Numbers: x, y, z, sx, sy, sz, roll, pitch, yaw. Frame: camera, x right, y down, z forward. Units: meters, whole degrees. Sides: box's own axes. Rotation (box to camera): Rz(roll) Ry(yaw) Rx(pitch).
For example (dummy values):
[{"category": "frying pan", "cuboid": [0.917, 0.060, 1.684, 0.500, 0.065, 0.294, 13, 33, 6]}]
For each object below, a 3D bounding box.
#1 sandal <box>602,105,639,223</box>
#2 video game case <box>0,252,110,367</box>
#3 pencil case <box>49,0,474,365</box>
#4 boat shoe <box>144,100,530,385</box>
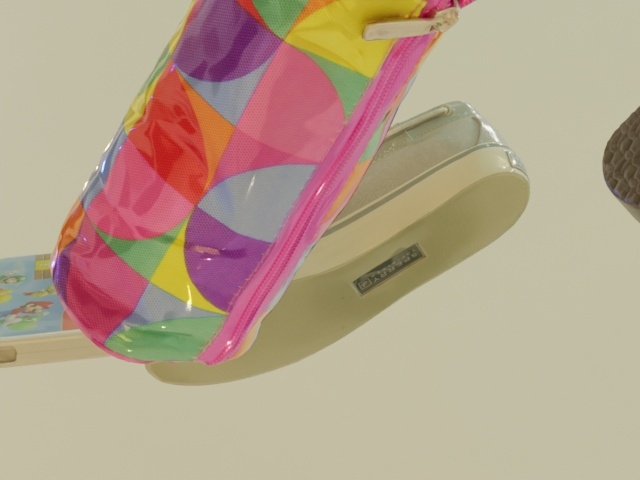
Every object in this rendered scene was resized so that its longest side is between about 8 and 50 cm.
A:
[{"category": "sandal", "cuboid": [0.244, -0.049, 0.810, 0.254, 0.054, 0.097, -16, -140, 25]}, {"category": "video game case", "cuboid": [-0.304, 0.060, 1.494, 0.285, 0.025, 0.204, -6, -162, -5]}, {"category": "pencil case", "cuboid": [-0.020, -0.052, 0.748, 0.104, 0.236, 0.104, 24, -148, -16]}, {"category": "boat shoe", "cuboid": [0.000, -0.001, 1.021, 0.227, 0.079, 0.081, -28, -128, 1]}]
